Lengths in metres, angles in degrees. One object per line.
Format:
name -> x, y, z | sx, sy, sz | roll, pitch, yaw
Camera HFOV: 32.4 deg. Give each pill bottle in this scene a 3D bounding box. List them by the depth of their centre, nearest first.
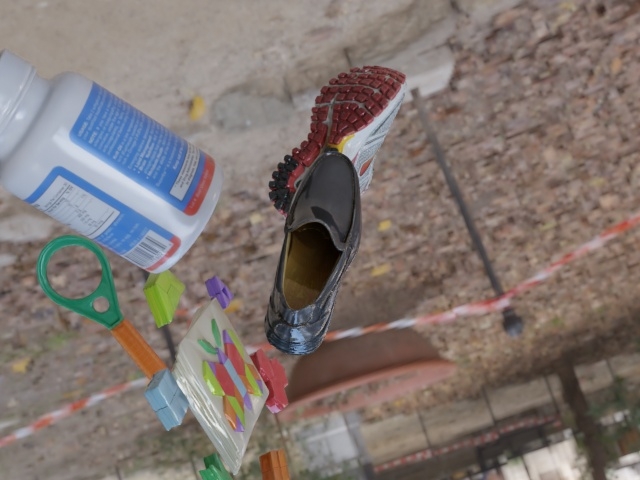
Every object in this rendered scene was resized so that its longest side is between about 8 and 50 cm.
pill bottle -> -0.208, -0.074, 0.984 | 0.221, 0.124, 0.124 | 33, 141, -22

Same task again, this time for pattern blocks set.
pattern blocks set -> -0.107, 0.153, 1.216 | 0.026, 0.285, 0.325 | -26, -155, 14

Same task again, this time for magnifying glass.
magnifying glass -> -0.284, 0.091, 1.457 | 0.092, 0.231, 0.026 | -38, -171, -3

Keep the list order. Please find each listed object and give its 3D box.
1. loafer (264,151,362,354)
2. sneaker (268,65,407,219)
loafer -> 0.000, 0.000, 0.829 | 0.062, 0.170, 0.061 | 10, 152, 0
sneaker -> 0.025, -0.105, 1.242 | 0.225, 0.088, 0.093 | -54, 146, -15
